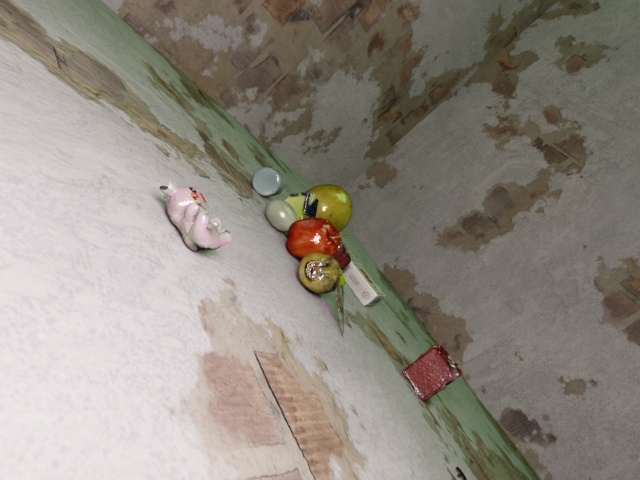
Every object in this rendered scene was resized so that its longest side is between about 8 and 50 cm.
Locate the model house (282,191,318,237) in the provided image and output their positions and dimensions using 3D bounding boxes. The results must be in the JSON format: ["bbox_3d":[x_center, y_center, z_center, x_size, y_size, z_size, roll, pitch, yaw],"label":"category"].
[{"bbox_3d":[-0.080,-0.117,1.866,0.170,0.211,0.194,49,8,14],"label":"model house"}]

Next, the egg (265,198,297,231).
[{"bbox_3d":[-0.159,-0.100,1.724,0.152,0.114,0.114,52,10,2],"label":"egg"}]

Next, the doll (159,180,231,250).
[{"bbox_3d":[-0.298,-0.054,0.994,0.192,0.095,0.149,52,4,26],"label":"doll"}]

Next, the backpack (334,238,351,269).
[{"bbox_3d":[0.038,0.036,1.960,0.229,0.139,0.229,50,-7,8],"label":"backpack"}]

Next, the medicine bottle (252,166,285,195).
[{"bbox_3d":[-0.240,-0.275,1.985,0.135,0.135,0.168,49,11,1],"label":"medicine bottle"}]

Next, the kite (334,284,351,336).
[{"bbox_3d":[0.082,0.255,1.519,0.250,0.012,0.229,64,21,-44],"label":"kite"}]

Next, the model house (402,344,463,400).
[{"bbox_3d":[0.491,0.564,1.809,0.160,0.196,0.254,51,9,24],"label":"model house"}]

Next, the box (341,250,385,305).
[{"bbox_3d":[0.190,0.191,2.210,0.330,0.095,0.210,51,10,19],"label":"box"}]

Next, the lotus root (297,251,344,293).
[{"bbox_3d":[0.006,0.120,1.535,0.154,0.154,0.278,52,11,17],"label":"lotus root"}]

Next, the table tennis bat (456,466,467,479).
[{"bbox_3d":[0.472,0.787,1.413,0.050,0.007,0.083,56,10,33],"label":"table tennis bat"}]

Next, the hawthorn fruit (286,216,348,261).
[{"bbox_3d":[0.000,0.000,1.649,0.207,0.243,0.207,27,58,-54],"label":"hawthorn fruit"}]

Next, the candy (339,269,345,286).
[{"bbox_3d":[0.034,0.115,1.807,0.209,0.097,0.097,52,10,11],"label":"candy"}]

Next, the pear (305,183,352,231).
[{"bbox_3d":[0.037,-0.176,2.383,0.304,0.304,0.304,47,10,-11],"label":"pear"}]
